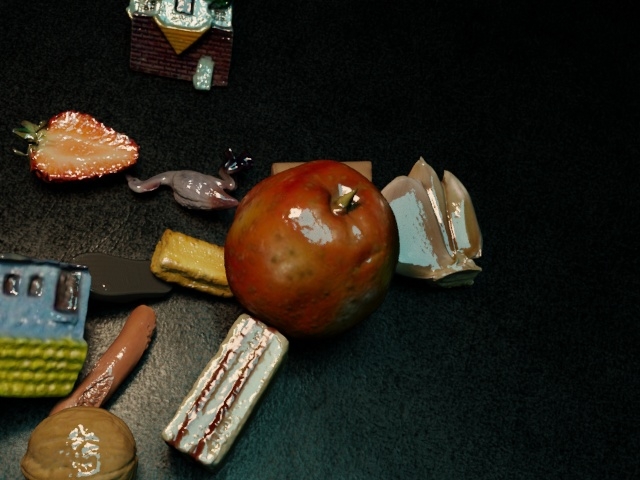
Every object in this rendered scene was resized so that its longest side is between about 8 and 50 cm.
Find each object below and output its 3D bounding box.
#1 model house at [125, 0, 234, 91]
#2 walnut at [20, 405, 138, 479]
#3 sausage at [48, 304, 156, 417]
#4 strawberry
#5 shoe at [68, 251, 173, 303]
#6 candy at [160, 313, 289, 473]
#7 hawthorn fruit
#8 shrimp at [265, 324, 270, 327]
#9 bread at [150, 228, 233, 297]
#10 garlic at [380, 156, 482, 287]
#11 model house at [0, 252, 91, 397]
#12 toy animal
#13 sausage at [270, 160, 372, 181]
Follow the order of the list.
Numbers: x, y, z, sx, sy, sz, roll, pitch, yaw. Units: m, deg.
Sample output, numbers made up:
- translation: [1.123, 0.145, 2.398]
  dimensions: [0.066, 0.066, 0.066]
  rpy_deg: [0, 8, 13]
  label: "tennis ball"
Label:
- translation: [-0.361, -0.517, 2.180]
  dimensions: [0.281, 0.230, 0.248]
  rpy_deg: [8, 88, -5]
  label: "model house"
- translation: [-0.469, 0.434, 1.684]
  dimensions: [0.228, 0.228, 0.228]
  rpy_deg: [5, 64, -10]
  label: "walnut"
- translation: [-0.451, 0.276, 1.833]
  dimensions: [0.087, 0.079, 0.326]
  rpy_deg: [16, 56, 31]
  label: "sausage"
- translation: [-0.575, -0.204, 2.029]
  dimensions: [0.286, 0.106, 0.188]
  rpy_deg: [11, 66, -13]
  label: "strawberry"
- translation: [-0.451, 0.096, 1.923]
  dimensions: [0.241, 0.093, 0.108]
  rpy_deg: [6, 58, -36]
  label: "shoe"
- translation: [-0.189, 0.322, 1.799]
  dimensions: [0.135, 0.179, 0.320]
  rpy_deg: [32, 67, 7]
  label: "candy"
- translation: [0.000, 0.000, 1.860]
  dimensions: [0.403, 0.403, 0.402]
  rpy_deg: [5, 64, -10]
  label: "hawthorn fruit"
- translation: [-0.068, 0.174, 1.991]
  dimensions: [0.148, 0.035, 0.195]
  rpy_deg: [9, 62, -10]
  label: "shrimp"
- translation: [-0.274, 0.056, 1.957]
  dimensions: [0.211, 0.083, 0.114]
  rpy_deg: [21, 56, -17]
  label: "bread"
- translation: [0.245, -0.026, 2.094]
  dimensions: [0.279, 0.132, 0.325]
  rpy_deg: [-16, 71, -19]
  label: "garlic"
- translation: [-0.612, 0.188, 1.724]
  dimensions: [0.237, 0.216, 0.303]
  rpy_deg: [12, 79, -45]
  label: "model house"
- translation: [-0.312, -0.129, 2.054]
  dimensions: [0.324, 0.090, 0.195]
  rpy_deg: [-10, 43, -11]
  label: "toy animal"
- translation: [0.006, -0.132, 2.100]
  dimensions: [0.253, 0.123, 0.123]
  rpy_deg: [-2, 65, -12]
  label: "sausage"
